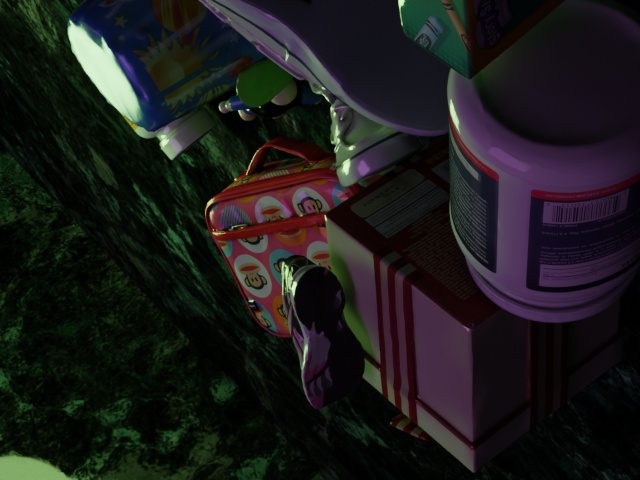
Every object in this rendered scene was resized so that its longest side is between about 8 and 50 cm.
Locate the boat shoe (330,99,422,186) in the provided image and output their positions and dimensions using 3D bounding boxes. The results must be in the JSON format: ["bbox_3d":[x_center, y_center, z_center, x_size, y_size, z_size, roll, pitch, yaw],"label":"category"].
[{"bbox_3d":[0.052,-0.125,1.659,0.088,0.096,0.267,61,-168,-8],"label":"boat shoe"}]

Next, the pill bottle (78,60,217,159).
[{"bbox_3d":[-0.249,-0.224,2.240,0.208,0.117,0.117,51,163,-3],"label":"pill bottle"}]

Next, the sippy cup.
[{"bbox_3d":[-0.164,-0.254,1.792,0.240,0.224,0.305,53,162,-14],"label":"sippy cup"}]

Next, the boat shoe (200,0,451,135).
[{"bbox_3d":[-0.009,-0.220,1.583,0.367,0.135,0.156,30,173,0],"label":"boat shoe"}]

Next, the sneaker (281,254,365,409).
[{"bbox_3d":[-0.002,0.089,1.606,0.077,0.072,0.178,-130,30,-55],"label":"sneaker"}]

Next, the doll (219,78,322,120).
[{"bbox_3d":[-0.064,-0.176,1.909,0.189,0.129,0.046,179,85,-77],"label":"doll"}]

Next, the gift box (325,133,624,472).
[{"bbox_3d":[0.158,0.048,1.614,0.276,0.255,0.258,44,153,39],"label":"gift box"}]

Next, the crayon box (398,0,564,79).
[{"bbox_3d":[0.132,-0.270,1.128,0.081,0.165,0.278,40,160,29],"label":"crayon box"}]

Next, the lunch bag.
[{"bbox_3d":[-0.003,-0.013,1.959,0.293,0.120,0.258,-11,110,45],"label":"lunch bag"}]

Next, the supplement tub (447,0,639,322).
[{"bbox_3d":[0.207,-0.065,1.329,0.191,0.191,0.272,41,161,25],"label":"supplement tub"}]
